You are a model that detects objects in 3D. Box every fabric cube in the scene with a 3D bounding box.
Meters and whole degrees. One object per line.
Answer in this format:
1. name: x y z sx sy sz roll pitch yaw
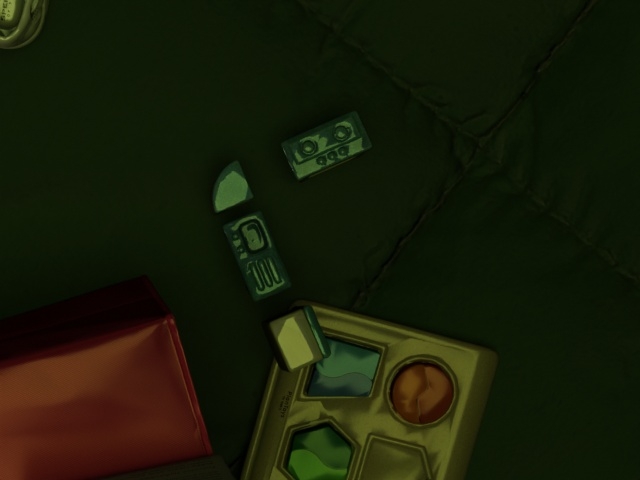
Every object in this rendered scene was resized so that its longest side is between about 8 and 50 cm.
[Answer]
1. fabric cube: -0.240 0.199 1.833 0.258 0.259 0.254 -17 99 -8

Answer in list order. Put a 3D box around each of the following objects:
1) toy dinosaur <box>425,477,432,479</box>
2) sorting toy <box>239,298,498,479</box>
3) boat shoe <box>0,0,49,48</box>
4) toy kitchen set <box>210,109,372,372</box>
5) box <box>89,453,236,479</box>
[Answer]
1. toy dinosaur: 0.069 0.357 1.980 0.118 0.064 0.268 25 111 -39
2. sorting toy: 0.038 0.232 1.988 0.229 0.041 0.307 15 95 -10
3. boat shoe: -0.282 -0.316 1.837 0.098 0.096 0.277 0 97 -8
4. toy kitchen set: 0.000 0.000 1.894 0.166 0.122 0.207 -23 91 -6
5. box: -0.148 0.295 1.670 0.182 0.119 0.181 -10 101 -10
